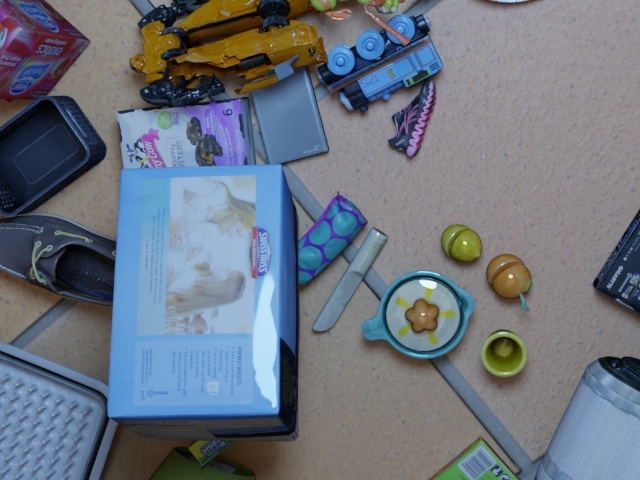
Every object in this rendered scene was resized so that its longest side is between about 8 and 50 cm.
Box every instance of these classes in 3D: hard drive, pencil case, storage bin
[{"bbox_3d":[-0.048,-0.190,1.685,0.094,0.022,0.135,-14,96,9],"label":"hard drive"},{"bbox_3d":[0.000,0.000,1.682,0.070,0.064,0.151,40,101,-20],"label":"pencil case"},{"bbox_3d":[-0.441,-0.132,1.717,0.180,0.084,0.122,-34,92,10],"label":"storage bin"}]

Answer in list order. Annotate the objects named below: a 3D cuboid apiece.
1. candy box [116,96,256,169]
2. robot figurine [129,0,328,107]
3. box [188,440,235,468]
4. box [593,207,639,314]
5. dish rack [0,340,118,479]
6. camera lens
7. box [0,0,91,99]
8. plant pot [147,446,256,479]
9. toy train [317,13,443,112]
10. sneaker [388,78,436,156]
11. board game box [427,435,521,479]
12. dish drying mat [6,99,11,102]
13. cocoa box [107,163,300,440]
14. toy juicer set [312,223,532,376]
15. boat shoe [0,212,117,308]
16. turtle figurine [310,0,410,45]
[{"bbox_3d":[-0.201,-0.127,1.690,0.196,0.070,0.164,-5,98,9],"label":"candy box"},{"bbox_3d":[-0.140,-0.288,1.626,0.291,0.085,0.211,-14,58,13],"label":"robot figurine"},{"bbox_3d":[-0.140,0.277,1.680,0.105,0.179,0.043,-39,98,10],"label":"box"},{"bbox_3d":[0.533,0.020,1.617,0.175,0.051,0.220,30,100,3],"label":"box"},{"bbox_3d":[-0.482,0.337,1.792,0.286,0.072,0.332,21,100,5],"label":"dish rack"},{"bbox_3d":[0.440,0.319,1.585,0.219,0.219,0.274,24,100,4],"label":"camera lens"},{"bbox_3d":[-0.459,-0.290,1.609,0.123,0.257,0.128,43,101,3],"label":"box"},{"bbox_3d":[-0.208,0.479,1.696,0.275,0.275,0.293,19,87,5],"label":"plant pot"},{"bbox_3d":[0.089,-0.261,1.630,0.184,0.080,0.105,-26,99,10],"label":"toy train"},{"bbox_3d":[0.135,-0.187,1.652,0.057,0.047,0.119,22,99,16],"label":"sneaker"},{"bbox_3d":[0.196,0.436,1.730,0.259,0.039,0.124,-42,90,8],"label":"board game box"},{"bbox_3d":[-0.514,-0.258,1.748,0.083,0.008,0.032,43,100,1],"label":"dish drying mat"},{"bbox_3d":[-0.151,0.092,1.528,0.232,0.228,0.347,-2,72,5],"label":"cocoa box"},{"bbox_3d":[0.160,0.074,1.658,0.329,0.089,0.209,11,99,7],"label":"toy juicer set"},{"bbox_3d":[-0.394,0.034,1.725,0.325,0.097,0.116,16,100,6],"label":"boat shoe"},{"bbox_3d":[0.056,-0.390,1.578,0.270,0.087,0.217,33,72,16],"label":"turtle figurine"}]
